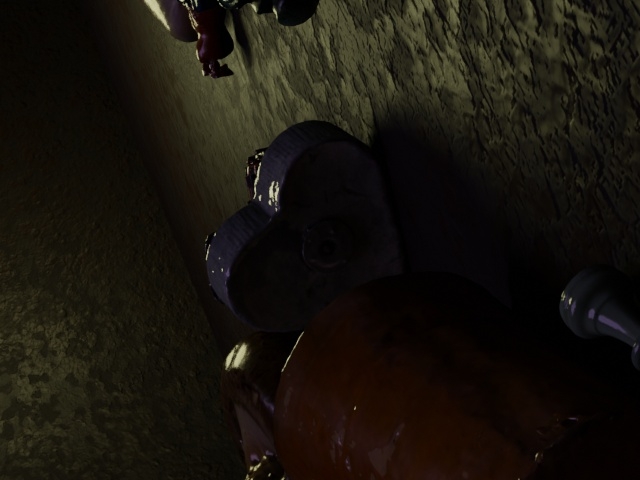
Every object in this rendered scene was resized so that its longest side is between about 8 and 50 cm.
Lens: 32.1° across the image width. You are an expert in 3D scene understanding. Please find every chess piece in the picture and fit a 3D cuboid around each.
[{"bbox_3d":[0.166,0.050,0.569,0.093,0.042,0.042,45,153,49],"label":"chess piece"}]

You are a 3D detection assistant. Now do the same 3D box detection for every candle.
[{"bbox_3d":[0.000,0.000,0.987,0.168,0.192,0.068,26,-170,-28],"label":"candle"},{"bbox_3d":[-0.148,-0.338,1.289,0.048,0.051,0.329,-104,2,-55],"label":"candle"}]

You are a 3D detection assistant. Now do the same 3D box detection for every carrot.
[{"bbox_3d":[0.103,0.137,0.665,0.254,0.196,0.196,32,141,63],"label":"carrot"}]

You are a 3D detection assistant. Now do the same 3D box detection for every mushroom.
[{"bbox_3d":[0.005,0.268,1.276,0.345,0.239,0.345,-179,90,-82],"label":"mushroom"}]

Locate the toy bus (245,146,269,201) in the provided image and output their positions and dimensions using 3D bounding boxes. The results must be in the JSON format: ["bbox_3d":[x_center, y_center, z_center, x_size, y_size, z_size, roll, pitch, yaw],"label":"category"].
[{"bbox_3d":[-0.030,-0.056,1.199,0.235,0.073,0.096,-168,68,-76],"label":"toy bus"}]

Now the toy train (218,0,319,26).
[{"bbox_3d":[-0.057,-0.295,0.874,0.253,0.105,0.157,64,153,25],"label":"toy train"}]

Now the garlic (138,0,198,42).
[{"bbox_3d":[-0.214,-0.379,1.390,0.228,0.110,0.217,92,158,-62],"label":"garlic"}]

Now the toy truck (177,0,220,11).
[{"bbox_3d":[-0.138,-0.349,1.196,0.088,0.074,0.202,42,150,48],"label":"toy truck"}]
